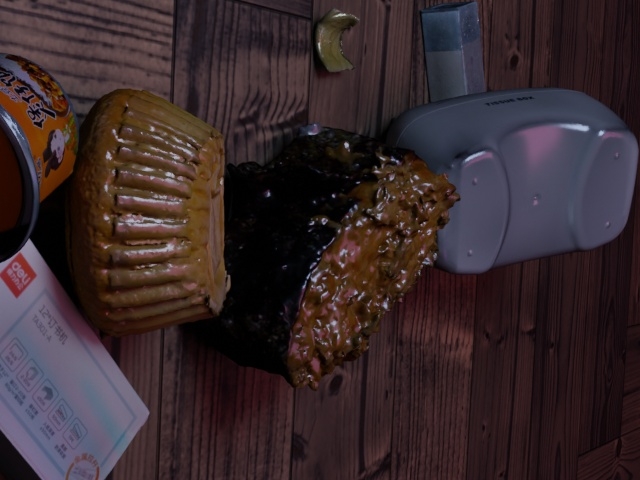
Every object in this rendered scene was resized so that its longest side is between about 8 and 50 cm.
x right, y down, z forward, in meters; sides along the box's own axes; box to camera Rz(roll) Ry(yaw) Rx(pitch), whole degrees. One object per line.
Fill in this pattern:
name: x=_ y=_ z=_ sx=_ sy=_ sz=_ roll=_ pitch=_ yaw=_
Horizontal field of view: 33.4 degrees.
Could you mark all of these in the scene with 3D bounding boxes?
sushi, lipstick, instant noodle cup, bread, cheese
sushi: x=0.000 y=0.000 z=1.243 sx=0.348 sy=0.207 sz=0.234 roll=-53 pitch=141 yaw=-33
lipstick: x=0.212 y=-0.199 z=1.627 sx=0.066 sy=0.068 sz=0.317 roll=-31 pitch=118 yaw=-50
instant noodle cup: x=-0.280 y=-0.080 z=0.881 sx=0.177 sy=0.208 sz=0.125 roll=41 pitch=33 yaw=-2
bread: x=-0.163 y=-0.027 z=1.012 sx=0.240 sy=0.139 sz=0.240 roll=2 pitch=90 yaw=-86
cheese: x=0.020 y=-0.262 z=1.375 sx=0.060 sy=0.041 sz=0.084 roll=-16 pitch=122 yaw=-45

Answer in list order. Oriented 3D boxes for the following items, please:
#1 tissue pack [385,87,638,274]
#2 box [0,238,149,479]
tissue pack: x=0.251 y=-0.095 z=1.502 sx=0.333 sy=0.236 sz=0.229 roll=-10 pitch=117 yaw=-20
box: x=-0.273 y=0.124 z=0.977 sx=0.135 sy=0.079 sz=0.269 roll=-55 pitch=135 yaw=-34
